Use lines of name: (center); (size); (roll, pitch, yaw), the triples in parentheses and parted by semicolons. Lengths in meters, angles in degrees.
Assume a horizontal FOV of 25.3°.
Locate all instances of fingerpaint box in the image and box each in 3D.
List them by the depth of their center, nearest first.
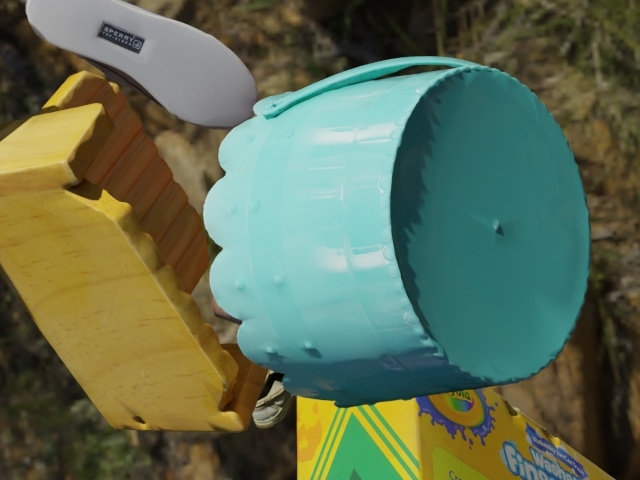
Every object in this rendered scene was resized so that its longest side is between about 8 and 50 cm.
fingerpaint box: (0.170, 0.360, 1.441); (0.163, 0.445, 0.371); (-28, 44, 29)

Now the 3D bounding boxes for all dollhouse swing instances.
dollhouse swing: (-0.177, -0.019, 1.560); (0.315, 0.305, 0.347); (-6, 123, 44)

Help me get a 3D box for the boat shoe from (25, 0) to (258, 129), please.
boat shoe: (-0.192, -0.203, 1.544); (0.088, 0.267, 0.096); (-124, 56, -75)

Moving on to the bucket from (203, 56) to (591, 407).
bucket: (0.070, -0.005, 1.115); (0.183, 0.281, 0.281); (-8, 93, 45)

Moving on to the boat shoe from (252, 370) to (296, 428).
boat shoe: (-0.060, 0.205, 2.049); (0.153, 0.056, 0.048); (-56, -48, -47)

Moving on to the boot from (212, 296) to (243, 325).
boot: (0.000, 0.000, 1.855); (0.109, 0.220, 0.283); (64, -139, -62)
